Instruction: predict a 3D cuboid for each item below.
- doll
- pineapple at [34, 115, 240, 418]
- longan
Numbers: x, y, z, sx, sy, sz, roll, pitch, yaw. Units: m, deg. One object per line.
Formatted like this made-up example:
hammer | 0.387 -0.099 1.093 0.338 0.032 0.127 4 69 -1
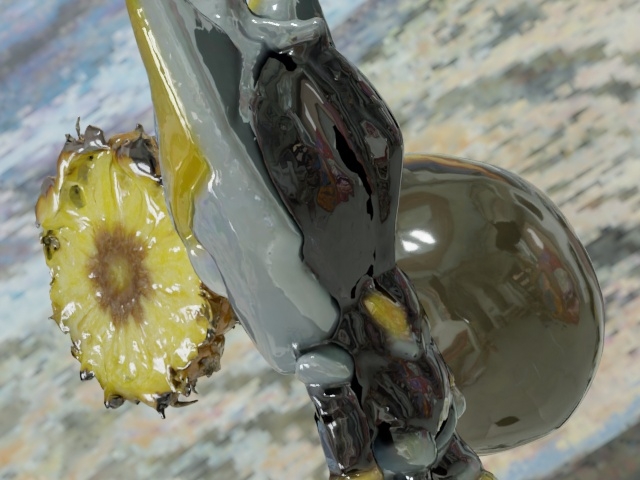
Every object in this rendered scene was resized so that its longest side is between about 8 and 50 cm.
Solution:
doll | 0.001 -0.001 0.689 0.145 0.316 0.103 -32 10 -40
pineapple | -0.121 0.017 1.108 0.076 0.225 0.225 -15 -5 -43
longan | 0.095 0.044 1.153 0.248 0.248 0.248 -33 11 7
